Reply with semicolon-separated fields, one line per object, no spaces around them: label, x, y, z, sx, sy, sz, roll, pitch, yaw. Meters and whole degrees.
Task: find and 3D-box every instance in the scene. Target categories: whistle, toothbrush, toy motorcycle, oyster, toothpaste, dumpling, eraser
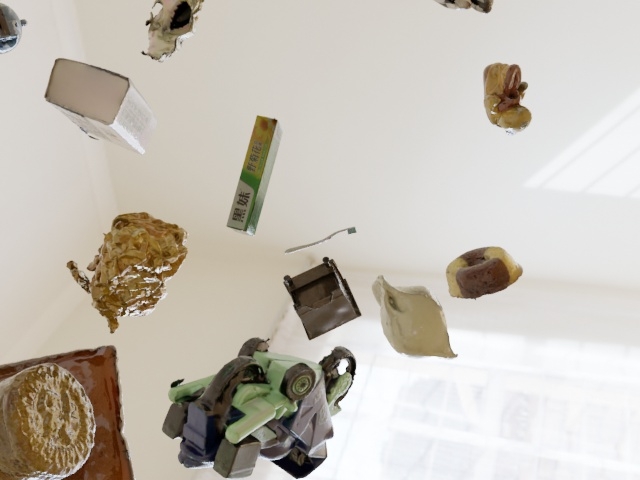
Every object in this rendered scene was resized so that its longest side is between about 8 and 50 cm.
whistle;-0.533;-0.335;1.312;0.158;0.090;0.090;-30;-52;-48
toothbrush;0.000;0.000;1.422;0.011;0.131;0.013;86;165;-71
toy motorcycle;-0.063;0.237;1.119;0.331;0.125;0.196;6;-75;-56
oyster;-0.253;-0.386;1.468;0.072;0.132;0.209;39;-155;-41
toothpaste;-0.098;-0.098;1.252;0.043;0.037;0.179;43;-119;-77
dumpling;0.151;0.136;1.427;0.155;0.111;0.181;161;91;-73
eraser;-0.375;-0.229;1.443;0.287;0.130;0.086;131;159;-85

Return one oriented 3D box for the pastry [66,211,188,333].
pastry;-0.317;0.053;1.337;0.250;0.154;0.103;-49;48;44

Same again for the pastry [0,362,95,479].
pastry;-0.431;0.282;1.258;0.189;0.103;0.189;52;-155;-36

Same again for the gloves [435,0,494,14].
gloves;0.160;-0.391;1.127;0.212;0.111;0.128;37;-99;-35

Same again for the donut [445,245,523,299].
donut;0.371;0.071;1.913;0.166;0.184;0.073;-33;-75;-19

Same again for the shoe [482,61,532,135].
shoe;0.278;-0.213;1.238;0.069;0.072;0.109;-173;83;-66

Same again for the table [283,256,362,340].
table;-0.001;0.076;1.142;0.082;0.083;0.070;62;-176;-51

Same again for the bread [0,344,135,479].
bread;-0.509;0.379;1.492;0.143;0.332;0.324;136;121;-69
